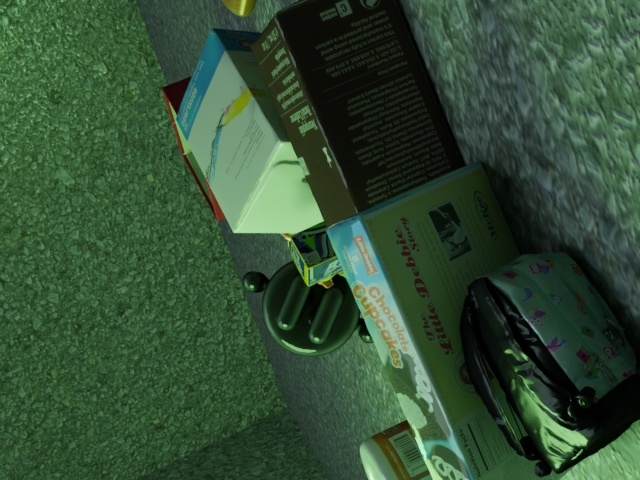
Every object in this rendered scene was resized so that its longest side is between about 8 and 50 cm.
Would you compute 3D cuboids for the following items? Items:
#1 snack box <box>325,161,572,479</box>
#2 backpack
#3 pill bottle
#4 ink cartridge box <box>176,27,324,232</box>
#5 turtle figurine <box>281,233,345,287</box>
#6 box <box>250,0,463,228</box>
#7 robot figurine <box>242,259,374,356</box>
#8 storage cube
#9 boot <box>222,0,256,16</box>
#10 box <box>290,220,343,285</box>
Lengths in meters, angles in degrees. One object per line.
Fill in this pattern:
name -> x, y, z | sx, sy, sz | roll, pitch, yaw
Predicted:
snack box -> 0.146, 0.100, 1.015 | 0.060, 0.187, 0.322 | -21, 92, 50
backpack -> 0.206, 0.101, 0.923 | 0.182, 0.115, 0.152 | 59, 153, 22
pill bottle -> 0.163, 0.235, 1.143 | 0.121, 0.216, 0.121 | 157, 90, -79
ink cartridge box -> -0.060, -0.146, 1.394 | 0.233, 0.171, 0.168 | 60, 136, 34
turtle figurine -> 0.000, 0.000, 1.666 | 0.269, 0.087, 0.217 | 33, -149, -36
box -> 0.062, -0.088, 1.172 | 0.381, 0.143, 0.191 | 66, 169, -5
robot figurine -> -0.015, 0.115, 1.797 | 0.209, 0.173, 0.278 | 62, -179, 1
storage cube -> -0.143, -0.187, 1.804 | 0.184, 0.193, 0.215 | 81, 163, -52
boot -> -0.069, -0.351, 1.189 | 0.295, 0.104, 0.211 | -109, 26, -48
box -> 0.047, -0.006, 1.323 | 0.054, 0.168, 0.059 | 61, 168, 24
